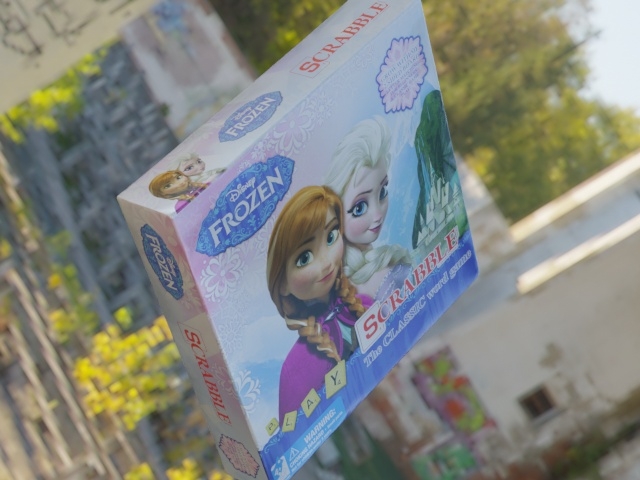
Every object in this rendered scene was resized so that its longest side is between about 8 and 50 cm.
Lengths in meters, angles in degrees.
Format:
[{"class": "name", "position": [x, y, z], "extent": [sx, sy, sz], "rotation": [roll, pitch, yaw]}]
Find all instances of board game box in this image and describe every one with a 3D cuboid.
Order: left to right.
[{"class": "board game box", "position": [0.000, 0.000, 1.305], "extent": [0.066, 0.318, 0.318], "rotation": [19, -39, 37]}]
